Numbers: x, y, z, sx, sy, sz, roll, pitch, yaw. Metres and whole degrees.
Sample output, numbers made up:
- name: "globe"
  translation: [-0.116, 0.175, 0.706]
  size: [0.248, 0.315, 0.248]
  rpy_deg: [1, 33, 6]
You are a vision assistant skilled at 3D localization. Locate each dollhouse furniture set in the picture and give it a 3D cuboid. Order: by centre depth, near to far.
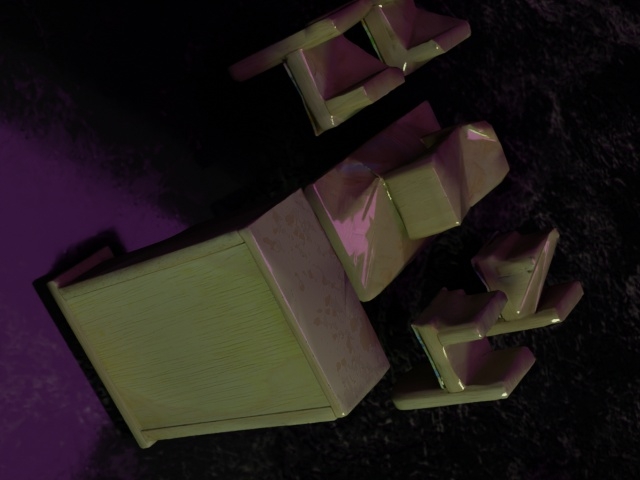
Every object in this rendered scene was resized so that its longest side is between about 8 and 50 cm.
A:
- name: "dollhouse furniture set"
  translation: [0.000, 0.000, 0.867]
  size: [0.394, 0.256, 0.362]
  rpy_deg: [-39, 107, -46]
